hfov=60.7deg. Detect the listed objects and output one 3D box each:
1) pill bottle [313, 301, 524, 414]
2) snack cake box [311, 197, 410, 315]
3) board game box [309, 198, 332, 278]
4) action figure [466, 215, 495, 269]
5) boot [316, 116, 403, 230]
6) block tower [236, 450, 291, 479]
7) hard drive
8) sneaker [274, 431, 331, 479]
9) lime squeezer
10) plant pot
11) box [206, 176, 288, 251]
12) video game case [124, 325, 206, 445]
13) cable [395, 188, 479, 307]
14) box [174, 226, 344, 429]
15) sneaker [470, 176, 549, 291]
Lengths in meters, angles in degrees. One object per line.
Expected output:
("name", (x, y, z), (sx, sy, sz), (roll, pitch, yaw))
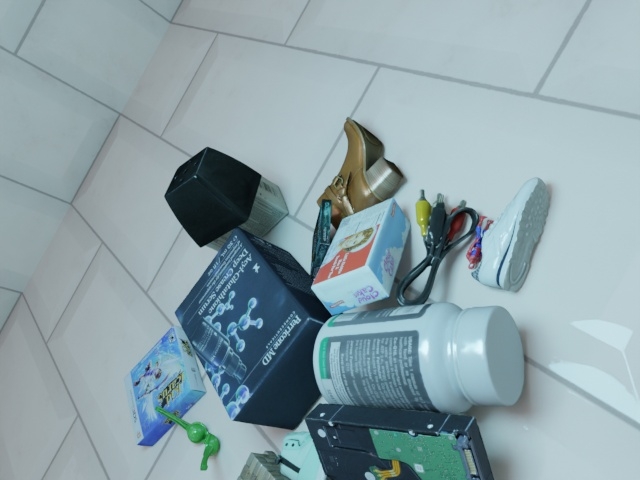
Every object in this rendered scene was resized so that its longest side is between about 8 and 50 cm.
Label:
("pill bottle", (0.180, 0.227, 1.047), (0.361, 0.204, 0.204), (-12, 62, 39))
("snack cake box", (0.097, 0.030, 1.216), (0.152, 0.089, 0.264), (-22, 26, 33))
("board game box", (0.000, 0.000, 1.359), (0.186, 0.026, 0.126), (106, 169, -60))
("action figure", (0.330, 0.006, 1.136), (0.030, 0.038, 0.115), (11, 77, 62))
("boot", (0.075, -0.172, 1.423), (0.220, 0.109, 0.283), (-45, 54, 23))
("block tower", (-0.056, 0.582, 1.173), (0.335, 0.097, 0.091), (24, 86, 47))
("hard drive", (0.147, 0.419, 0.996), (0.339, 0.064, 0.237), (-10, 105, 40))
("sneaker", (-0.012, 0.414, 1.199), (0.151, 0.094, 0.256), (10, 75, 37))
("lime squeezer", (-0.337, 0.526, 1.448), (0.310, 0.110, 0.059), (23, 104, 50))
("plant pot", (-0.291, -0.126, 1.424), (0.187, 0.167, 0.188), (-27, 36, 31))
("box", (-0.233, -0.077, 1.611), (0.232, 0.148, 0.127), (-41, 48, 20))
("video game case", (-0.477, 0.436, 1.650), (0.269, 0.061, 0.244), (-46, 47, 16))
("cable", (0.249, 0.023, 1.164), (0.139, 0.072, 0.287), (14, 74, 10))
("box", (-0.139, 0.208, 1.344), (0.293, 0.212, 0.395), (-53, 46, 8))
("sneaker", (0.373, -0.019, 1.080), (0.095, 0.090, 0.235), (17, 81, 55))
